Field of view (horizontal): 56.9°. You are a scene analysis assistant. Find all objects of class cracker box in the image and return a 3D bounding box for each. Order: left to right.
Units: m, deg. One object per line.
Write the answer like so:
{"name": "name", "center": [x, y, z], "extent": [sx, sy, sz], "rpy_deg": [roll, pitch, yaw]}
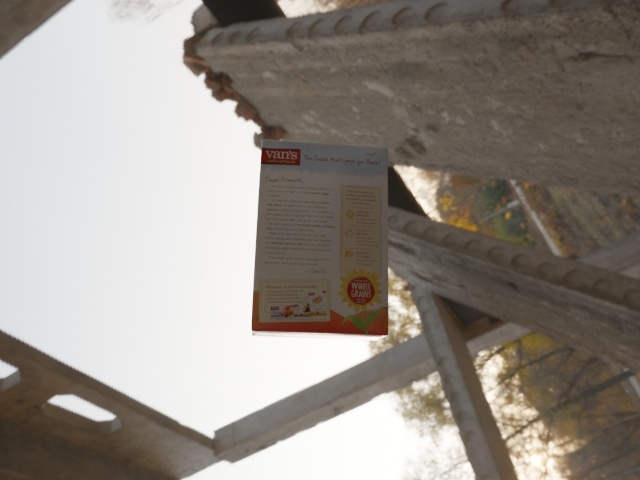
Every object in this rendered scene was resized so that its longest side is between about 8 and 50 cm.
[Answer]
{"name": "cracker box", "center": [0.000, 0.000, 0.710], "extent": [0.067, 0.156, 0.232], "rpy_deg": [113, 160, -75]}
